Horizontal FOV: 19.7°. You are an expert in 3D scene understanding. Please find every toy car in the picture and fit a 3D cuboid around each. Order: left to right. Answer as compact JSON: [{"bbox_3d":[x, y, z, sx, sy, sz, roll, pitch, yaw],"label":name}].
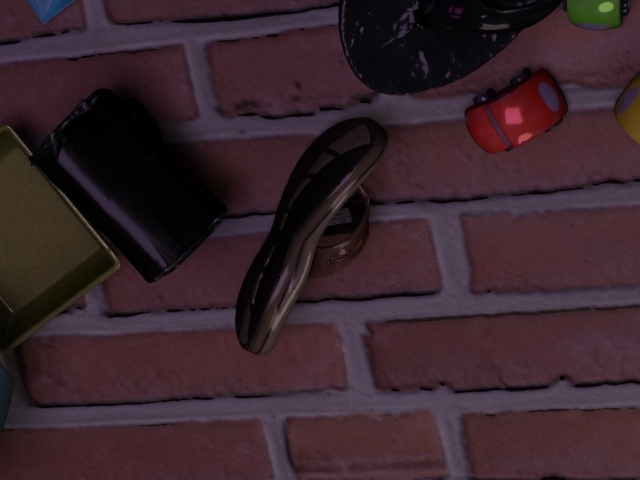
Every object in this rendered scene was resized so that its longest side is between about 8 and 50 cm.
[{"bbox_3d":[0.246,-0.175,1.680,0.239,0.053,0.225,5,112,15],"label":"toy car"}]

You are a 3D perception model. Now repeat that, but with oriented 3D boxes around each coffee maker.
[{"bbox_3d":[-0.190,-0.049,1.795,0.178,0.171,0.120,45,100,-5],"label":"coffee maker"}]

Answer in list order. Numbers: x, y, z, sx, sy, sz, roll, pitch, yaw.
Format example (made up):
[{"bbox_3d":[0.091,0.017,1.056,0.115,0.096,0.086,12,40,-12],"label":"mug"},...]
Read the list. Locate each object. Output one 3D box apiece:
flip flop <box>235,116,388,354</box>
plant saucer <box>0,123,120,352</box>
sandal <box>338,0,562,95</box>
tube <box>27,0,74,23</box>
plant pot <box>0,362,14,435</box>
[{"bbox_3d":[0.000,0.000,1.802,0.080,0.112,0.277,18,115,-19],"label":"flip flop"},{"bbox_3d":[-0.321,-0.005,1.920,0.188,0.045,0.188,-35,97,25],"label":"plant saucer"},{"bbox_3d":[0.194,-0.283,1.563,0.446,0.107,0.167,-37,109,11],"label":"sandal"},{"bbox_3d":[-0.306,-0.314,1.798,0.080,0.052,0.207,-29,106,32],"label":"tube"},{"bbox_3d":[-0.437,0.156,1.916,0.195,0.290,0.290,-39,97,-10],"label":"plant pot"}]
